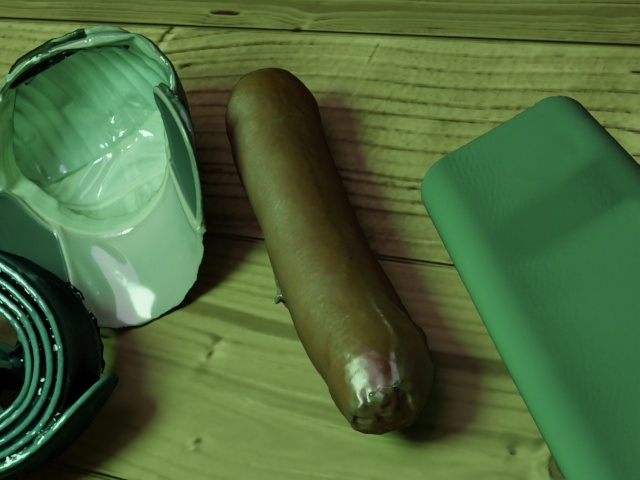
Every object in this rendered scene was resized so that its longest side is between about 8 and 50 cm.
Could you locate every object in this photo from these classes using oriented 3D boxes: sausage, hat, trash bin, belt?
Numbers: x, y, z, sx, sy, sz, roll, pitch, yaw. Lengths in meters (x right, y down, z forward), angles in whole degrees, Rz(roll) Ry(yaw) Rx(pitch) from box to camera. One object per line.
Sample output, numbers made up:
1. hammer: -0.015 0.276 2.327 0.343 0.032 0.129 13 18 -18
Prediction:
1. sausage: 0.000 0.000 1.296 0.094 0.094 0.419 -51 39 24
2. hat: -0.187 -0.057 1.416 0.232 0.161 0.275 -33 66 19
3. trash bin: 0.211 0.085 1.019 0.158 0.223 0.343 -29 42 4
4. belt: -0.299 0.105 1.305 0.267 0.116 0.206 1 84 14
